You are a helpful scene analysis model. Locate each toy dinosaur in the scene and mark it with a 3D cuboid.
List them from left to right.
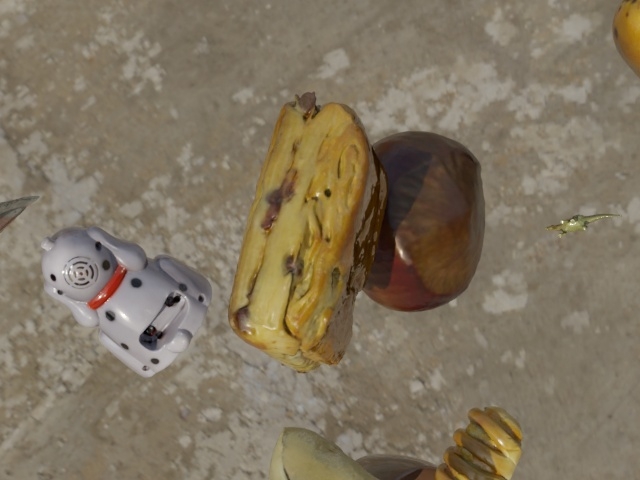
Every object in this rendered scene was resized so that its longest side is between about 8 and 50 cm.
[{"bbox_3d":[0.383,-0.026,1.429,0.113,0.041,0.026,-13,95,31],"label":"toy dinosaur"}]

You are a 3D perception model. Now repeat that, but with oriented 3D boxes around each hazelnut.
[{"bbox_3d":[0.106,-0.028,1.097,0.170,0.160,0.202,18,64,3],"label":"hazelnut"}]

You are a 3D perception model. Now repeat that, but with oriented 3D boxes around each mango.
[{"bbox_3d":[0.430,-0.250,1.239,0.090,0.178,0.115,-37,53,15],"label":"mango"}]

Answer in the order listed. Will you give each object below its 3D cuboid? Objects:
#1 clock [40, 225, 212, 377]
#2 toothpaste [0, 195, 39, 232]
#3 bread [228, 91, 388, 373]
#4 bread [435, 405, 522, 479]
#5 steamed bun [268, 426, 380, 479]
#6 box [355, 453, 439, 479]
[{"bbox_3d":[-0.315,0.067,1.462,0.189,0.254,0.189,-39,29,27],"label":"clock"},{"bbox_3d":[-0.215,0.035,0.434,0.194,0.067,0.043,-33,89,12],"label":"toothpaste"},{"bbox_3d":[0.000,0.000,0.892,0.099,0.210,0.235,9,78,12],"label":"bread"},{"bbox_3d":[0.249,0.347,1.540,0.119,0.084,0.177,32,100,57],"label":"bread"},{"bbox_3d":[0.009,0.408,1.477,0.212,0.110,0.231,-2,99,27],"label":"steamed bun"},{"bbox_3d":[0.150,0.514,1.677,0.300,0.216,0.301,5,72,-17],"label":"box"}]
